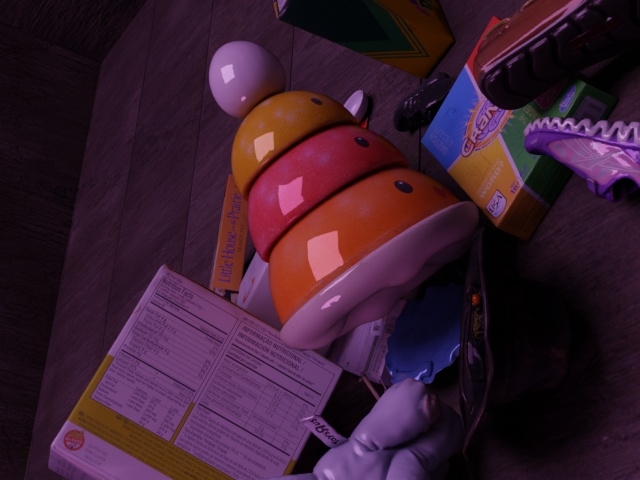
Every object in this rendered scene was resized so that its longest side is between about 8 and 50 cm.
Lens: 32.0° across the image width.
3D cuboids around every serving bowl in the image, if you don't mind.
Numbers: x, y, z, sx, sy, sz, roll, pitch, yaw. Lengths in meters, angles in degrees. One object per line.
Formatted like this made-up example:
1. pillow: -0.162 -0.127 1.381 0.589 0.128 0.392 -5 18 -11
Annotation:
1. serving bowl: 0.069 -0.254 2.206 0.083 0.027 0.083 -48 24 29

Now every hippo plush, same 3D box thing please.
1. hippo plush: 0.129 0.331 1.458 0.234 0.294 0.236 -54 46 3

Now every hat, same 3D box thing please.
1. hat: 0.251 0.135 1.436 0.331 0.134 0.331 5 -90 -87

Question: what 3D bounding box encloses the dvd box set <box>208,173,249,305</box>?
1. dvd box set: -0.199 0.114 2.255 0.420 0.062 0.307 -87 8 -46

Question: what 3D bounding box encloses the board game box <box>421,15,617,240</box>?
1. board game box: 0.289 -0.179 1.698 0.242 0.064 0.316 -61 28 17

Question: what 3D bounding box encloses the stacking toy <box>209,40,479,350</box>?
1. stacking toy: -0.023 -0.106 1.685 0.480 0.351 0.350 55 132 10

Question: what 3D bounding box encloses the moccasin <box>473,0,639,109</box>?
1. moccasin: 0.376 -0.318 1.507 0.380 0.139 0.147 -34 37 33

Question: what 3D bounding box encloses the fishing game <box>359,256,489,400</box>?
1. fishing game: 0.171 0.148 1.706 0.264 0.041 0.189 -53 26 2

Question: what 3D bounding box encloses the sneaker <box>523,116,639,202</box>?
1. sneaker: 0.361 -0.103 1.445 0.236 0.095 0.104 11 96 45

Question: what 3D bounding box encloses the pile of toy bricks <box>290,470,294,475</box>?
1. pile of toy bricks: -0.036 0.467 1.788 0.105 0.118 0.212 146 140 -79

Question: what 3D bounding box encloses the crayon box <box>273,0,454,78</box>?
1. crayon box: 0.058 -0.487 2.073 0.106 0.313 0.363 -55 30 34

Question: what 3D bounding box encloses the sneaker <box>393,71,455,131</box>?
1. sneaker: 0.187 -0.230 1.944 0.170 0.051 0.089 -46 30 34

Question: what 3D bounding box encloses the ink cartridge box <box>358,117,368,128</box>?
1. ink cartridge box: -0.010 -0.102 2.224 0.275 0.060 0.238 -30 47 52

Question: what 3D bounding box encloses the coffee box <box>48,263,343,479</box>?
1. coffee box: -0.214 0.292 1.835 0.334 0.338 0.337 -62 5 -21

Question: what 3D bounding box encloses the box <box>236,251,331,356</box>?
1. box: 0.000 0.000 1.948 0.345 0.168 0.215 -63 9 14

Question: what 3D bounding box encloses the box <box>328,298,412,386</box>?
1. box: 0.088 0.158 1.875 0.186 0.038 0.145 10 80 62
